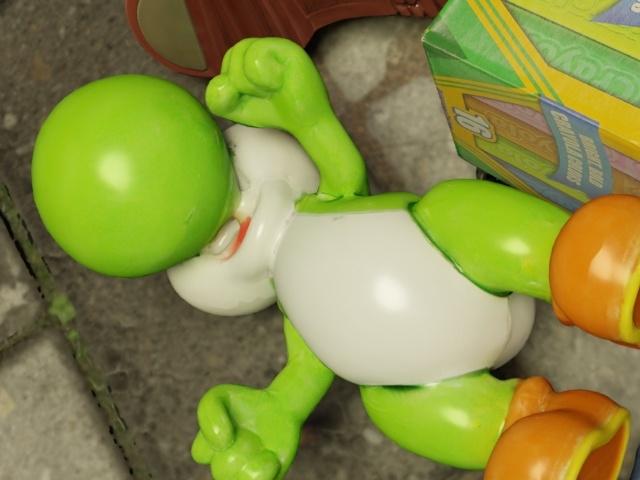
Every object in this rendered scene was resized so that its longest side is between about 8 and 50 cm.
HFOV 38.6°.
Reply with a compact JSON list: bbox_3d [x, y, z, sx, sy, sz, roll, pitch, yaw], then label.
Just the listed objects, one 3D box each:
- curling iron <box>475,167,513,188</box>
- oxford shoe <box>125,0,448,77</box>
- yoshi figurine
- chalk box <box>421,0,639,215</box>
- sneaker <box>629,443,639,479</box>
[{"bbox_3d":[0.162,-0.149,0.578,0.035,0.068,0.274,23,83,15],"label":"curling iron"},{"bbox_3d":[0.041,-0.212,0.576,0.348,0.123,0.130,-9,44,17],"label":"oxford shoe"},{"bbox_3d":[-0.018,0.007,0.475,0.362,0.203,0.203,23,56,34],"label":"yoshi figurine"},{"bbox_3d":[0.178,-0.071,0.439,0.213,0.132,0.132,31,81,25],"label":"chalk box"},{"bbox_3d":[0.214,0.232,0.396,0.182,0.128,0.315,-29,45,-21],"label":"sneaker"}]
